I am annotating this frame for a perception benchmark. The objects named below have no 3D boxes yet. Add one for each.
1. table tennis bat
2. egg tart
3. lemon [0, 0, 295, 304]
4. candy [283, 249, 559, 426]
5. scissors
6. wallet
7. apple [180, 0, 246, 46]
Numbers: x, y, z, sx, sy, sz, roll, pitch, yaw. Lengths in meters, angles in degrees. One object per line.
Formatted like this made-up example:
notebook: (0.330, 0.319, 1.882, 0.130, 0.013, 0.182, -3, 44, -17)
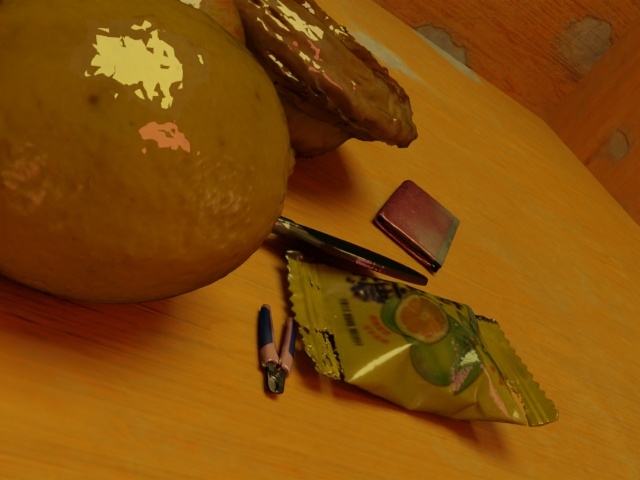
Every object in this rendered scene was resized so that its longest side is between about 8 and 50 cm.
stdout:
table tennis bat: (0.000, 0.000, 0.826, 0.274, 0.021, 0.154, 20, 5, -26)
egg tart: (-0.057, -0.252, 1.034, 0.443, 0.178, 0.443, 38, 16, -13)
lemon: (-0.148, -0.067, 0.532, 0.263, 0.236, 0.236, 35, 23, -25)
candy: (0.101, 0.106, 0.776, 0.297, 0.081, 0.187, 17, 30, -22)
scissors: (-0.039, 0.097, 0.662, 0.039, 0.012, 0.113, 32, 25, -17)
wallet: (0.154, -0.030, 1.151, 0.119, 0.025, 0.232, 41, 24, 2)
apple: (-0.179, -0.210, 0.786, 0.196, 0.196, 0.196, 32, 25, -17)
